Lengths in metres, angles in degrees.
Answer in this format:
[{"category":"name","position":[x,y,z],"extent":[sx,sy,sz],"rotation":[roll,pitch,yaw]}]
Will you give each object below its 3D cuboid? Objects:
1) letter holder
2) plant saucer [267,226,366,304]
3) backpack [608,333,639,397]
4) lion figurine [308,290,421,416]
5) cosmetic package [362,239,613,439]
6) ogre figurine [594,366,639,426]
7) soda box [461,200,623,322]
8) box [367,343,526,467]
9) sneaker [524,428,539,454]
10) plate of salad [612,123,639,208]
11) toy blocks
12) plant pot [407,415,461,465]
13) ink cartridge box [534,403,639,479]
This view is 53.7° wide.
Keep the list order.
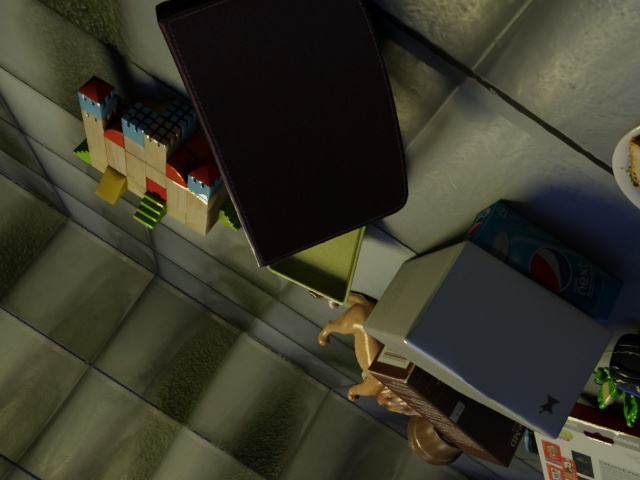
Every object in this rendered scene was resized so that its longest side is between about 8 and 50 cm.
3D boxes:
[{"category":"letter holder","position":[-0.035,-0.160,0.755],"extent":[0.152,0.214,0.302],"rotation":[-121,10,-61]},{"category":"plant saucer","position":[0.000,0.000,1.190],"extent":[0.188,0.188,0.045],"rotation":[23,-157,27]},{"category":"backpack","position":[0.494,0.194,0.928],"extent":[0.120,0.098,0.101],"rotation":[15,174,39]},{"category":"lion figurine","position":[0.131,0.265,1.551],"extent":[0.240,0.142,0.392],"rotation":[-27,97,52]},{"category":"cosmetic package","position":[0.223,0.143,1.001],"extent":[0.230,0.161,0.453],"rotation":[33,174,0]},{"category":"ogre figurine","position":[0.529,0.259,1.007],"extent":[0.118,0.097,0.197],"rotation":[12,170,0]},{"category":"soda box","position":[0.305,0.035,0.882],"extent":[0.210,0.067,0.071],"rotation":[33,161,-2]},{"category":"box","position":[0.303,0.321,1.402],"extent":[0.381,0.191,0.143],"rotation":[42,159,-27]},{"category":"sneaker","position":[0.621,0.566,1.722],"extent":[0.188,0.067,0.078],"rotation":[42,138,-22]},{"category":"plate of salad","position":[0.377,-0.045,0.599],"extent":[0.200,0.048,0.200],"rotation":[29,160,12]},{"category":"toy blocks","position":[-0.311,-0.174,1.227],"extent":[0.381,0.191,0.261],"rotation":[32,150,4]},{"category":"plant pot","position":[0.334,0.498,1.669],"extent":[0.167,0.167,0.165],"rotation":[31,152,6]},{"category":"ink cartridge box","position":[0.603,0.444,1.260],"extent":[0.309,0.130,0.272],"rotation":[7,120,52]}]
